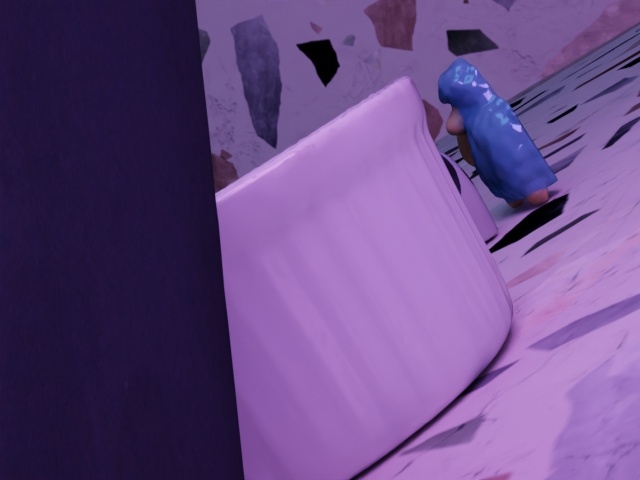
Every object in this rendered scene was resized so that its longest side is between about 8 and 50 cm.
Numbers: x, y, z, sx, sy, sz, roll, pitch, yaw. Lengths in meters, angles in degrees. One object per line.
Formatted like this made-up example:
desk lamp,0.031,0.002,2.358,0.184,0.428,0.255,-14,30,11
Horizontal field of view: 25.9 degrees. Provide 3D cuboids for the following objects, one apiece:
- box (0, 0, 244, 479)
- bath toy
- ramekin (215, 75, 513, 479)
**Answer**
box,-0.297,0.045,0.340,0.472,0.297,0.480,-6,8,9
bath toy,0.000,0.000,1.035,0.348,0.129,0.151,-34,4,-14
ramekin,-0.039,0.046,0.692,0.277,0.135,0.277,-32,4,3
